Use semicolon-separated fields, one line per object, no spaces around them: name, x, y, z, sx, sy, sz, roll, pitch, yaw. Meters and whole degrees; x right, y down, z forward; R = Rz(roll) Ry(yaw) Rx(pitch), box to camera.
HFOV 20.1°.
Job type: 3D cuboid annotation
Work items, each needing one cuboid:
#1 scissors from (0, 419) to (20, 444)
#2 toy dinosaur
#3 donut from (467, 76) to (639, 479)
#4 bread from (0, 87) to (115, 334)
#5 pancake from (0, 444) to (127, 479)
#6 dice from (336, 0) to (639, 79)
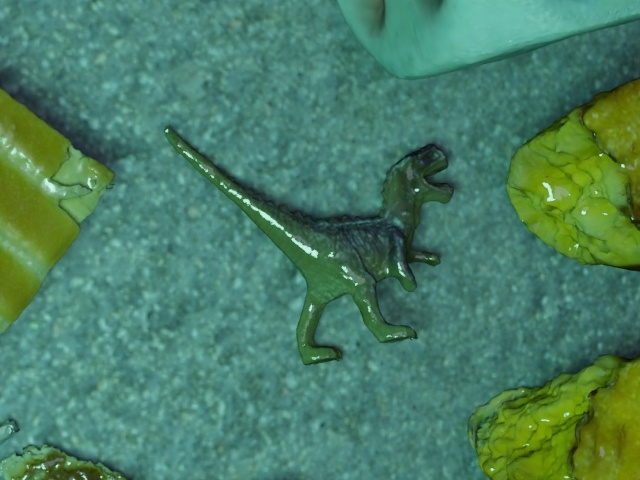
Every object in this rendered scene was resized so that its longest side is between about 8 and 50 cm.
scissors;-0.327;0.196;1.389;0.212;0.021;0.110;-31;95;-21
toy dinosaur;0.000;0.001;1.521;0.251;0.072;0.199;-5;79;-10
donut;0.321;0.081;1.588;0.378;0.163;0.435;14;80;-22
bread;-0.313;-0.023;1.358;0.246;0.111;0.239;41;74;-16
pancake;-0.150;0.246;1.445;0.266;0.057;0.244;-42;90;-17
dice;0.158;-0.290;1.483;0.265;0.262;0.268;-16;93;-23
